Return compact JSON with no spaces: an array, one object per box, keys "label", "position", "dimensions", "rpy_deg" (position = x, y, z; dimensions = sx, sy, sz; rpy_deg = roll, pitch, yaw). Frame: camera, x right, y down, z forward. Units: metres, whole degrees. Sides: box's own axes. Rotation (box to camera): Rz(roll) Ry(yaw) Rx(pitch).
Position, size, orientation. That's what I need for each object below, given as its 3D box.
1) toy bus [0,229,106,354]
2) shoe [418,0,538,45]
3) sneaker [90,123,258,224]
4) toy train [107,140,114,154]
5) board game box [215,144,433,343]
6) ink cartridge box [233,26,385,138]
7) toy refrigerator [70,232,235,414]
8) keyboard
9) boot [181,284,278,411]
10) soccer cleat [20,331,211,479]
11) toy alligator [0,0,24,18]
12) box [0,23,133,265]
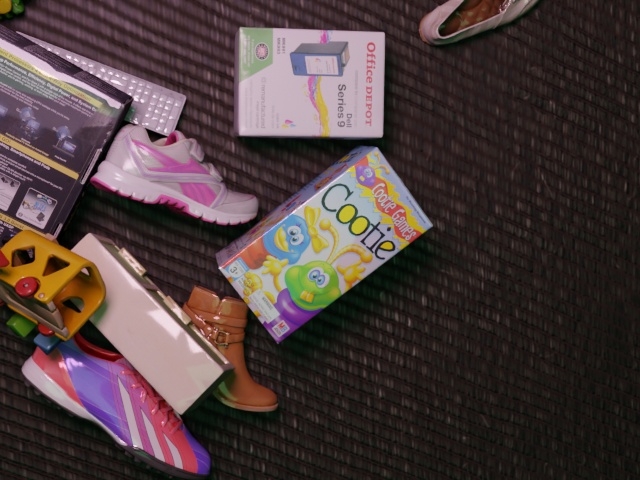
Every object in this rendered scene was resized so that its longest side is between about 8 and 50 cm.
[{"label":"toy bus","position":[-0.377,0.040,1.142],"dimensions":[0.202,0.191,0.104],"rpy_deg":[48,59,-15]},{"label":"shoe","position":[0.254,-0.353,1.318],"dimensions":[0.219,0.058,0.076],"rpy_deg":[-29,100,-4]},{"label":"sneaker","position":[-0.188,-0.092,1.233],"dimensions":[0.252,0.103,0.111],"rpy_deg":[18,87,-38]},{"label":"toy train","position":[-0.315,-0.148,1.266],"dimensions":[0.027,0.036,0.158],"rpy_deg":[-41,100,-2]},{"label":"board game box","position":[0.000,0.000,1.276],"dimensions":[0.275,0.144,0.142],"rpy_deg":[-37,101,-2]},{"label":"ink cartridge box","position":[-0.017,-0.226,1.275],"dimensions":[0.212,0.093,0.154],"rpy_deg":[1,96,-10]},{"label":"toy refrigerator","position":[-0.246,0.113,1.236],"dimensions":[0.269,0.102,0.094],"rpy_deg":[44,89,7]},{"label":"keyboard","position":[-0.324,-0.222,1.252],"dimensions":[0.256,0.014,0.072],"rpy_deg":[20,61,-10]},{"label":"boot","position":[-0.132,0.165,1.314],"dimensions":[0.197,0.073,0.152],"rpy_deg":[22,89,-13]},{"label":"soccer cleat","position":[-0.277,0.237,1.285],"dimensions":[0.318,0.108,0.116],"rpy_deg":[36,86,-8]},{"label":"toy alligator","position":[-0.482,-0.326,1.217],"dimensions":[0.189,0.056,0.051],"rpy_deg":[-10,142,-1]},{"label":"box","position":[-0.503,-0.148,1.182],"dimensions":[0.395,0.097,0.318],"rpy_deg":[28,104,-10]}]
